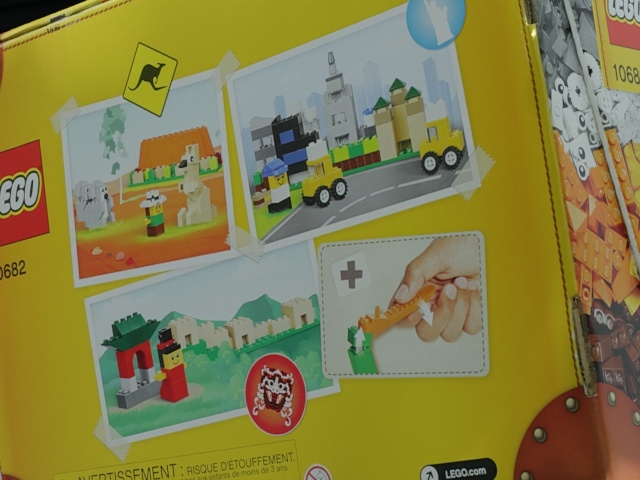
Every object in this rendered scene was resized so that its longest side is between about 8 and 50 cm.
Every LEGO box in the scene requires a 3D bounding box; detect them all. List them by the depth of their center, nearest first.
[{"bbox_3d":[0.000,0.000,1.100,0.500,0.193,0.372,-13,81,39],"label":"LEGO box"}]
